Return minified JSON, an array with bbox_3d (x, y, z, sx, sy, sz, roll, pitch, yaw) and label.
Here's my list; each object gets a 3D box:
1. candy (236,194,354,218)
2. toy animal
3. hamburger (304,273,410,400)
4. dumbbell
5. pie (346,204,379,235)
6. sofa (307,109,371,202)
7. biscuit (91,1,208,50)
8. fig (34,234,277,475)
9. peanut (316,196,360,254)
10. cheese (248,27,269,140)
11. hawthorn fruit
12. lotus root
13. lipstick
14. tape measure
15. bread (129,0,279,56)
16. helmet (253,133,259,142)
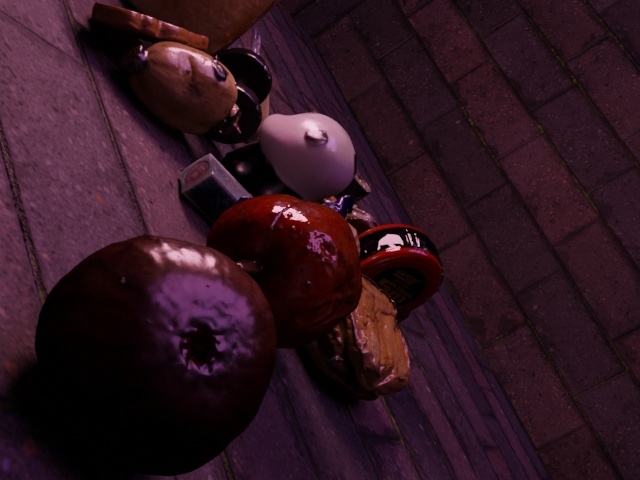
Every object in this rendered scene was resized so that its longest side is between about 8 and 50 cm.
[{"bbox_3d":[-0.046,-0.011,1.326,0.275,0.145,0.070,-4,16,-43],"label":"candy"},{"bbox_3d":[-0.064,-0.148,1.473,0.212,0.267,0.212,47,15,-17],"label":"toy animal"},{"bbox_3d":[0.060,0.179,1.429,0.283,0.145,0.259,48,29,-49],"label":"hamburger"},{"bbox_3d":[-0.184,-0.310,1.572,0.143,0.143,0.325,50,29,-30],"label":"dumbbell"},{"bbox_3d":[0.039,-0.017,1.718,0.195,0.195,0.046,49,38,-33],"label":"pie"},{"bbox_3d":[-0.011,-0.177,1.846,0.258,0.200,0.182,54,17,-11],"label":"sofa"},{"bbox_3d":[-0.325,-0.392,1.368,0.295,0.186,0.044,-28,131,-74],"label":"biscuit"},{"bbox_3d":[-0.162,0.112,0.732,0.235,0.215,0.234,24,62,-58],"label":"fig"},{"bbox_3d":[0.000,0.000,1.589,0.110,0.196,0.233,-2,47,-26],"label":"peanut"},{"bbox_3d":[-0.162,-0.378,1.796,0.163,0.071,0.248,80,14,-60],"label":"cheese"},{"bbox_3d":[-0.055,0.045,1.140,0.258,0.258,0.262,58,-14,2],"label":"hawthorn fruit"},{"bbox_3d":[-0.246,-0.282,1.351,0.257,0.154,0.140,29,39,-47],"label":"lotus root"},{"bbox_3d":[-0.137,-0.032,1.346,0.289,0.078,0.076,48,17,-39],"label":"lipstick"},{"bbox_3d":[0.157,0.079,1.701,0.253,0.260,0.114,32,30,-38],"label":"tape measure"},{"bbox_3d":[-0.228,-0.606,1.674,0.279,0.390,0.371,45,20,-12],"label":"bread"},{"bbox_3d":[-0.106,-0.152,1.668,0.153,0.107,0.177,39,4,-46],"label":"helmet"}]
